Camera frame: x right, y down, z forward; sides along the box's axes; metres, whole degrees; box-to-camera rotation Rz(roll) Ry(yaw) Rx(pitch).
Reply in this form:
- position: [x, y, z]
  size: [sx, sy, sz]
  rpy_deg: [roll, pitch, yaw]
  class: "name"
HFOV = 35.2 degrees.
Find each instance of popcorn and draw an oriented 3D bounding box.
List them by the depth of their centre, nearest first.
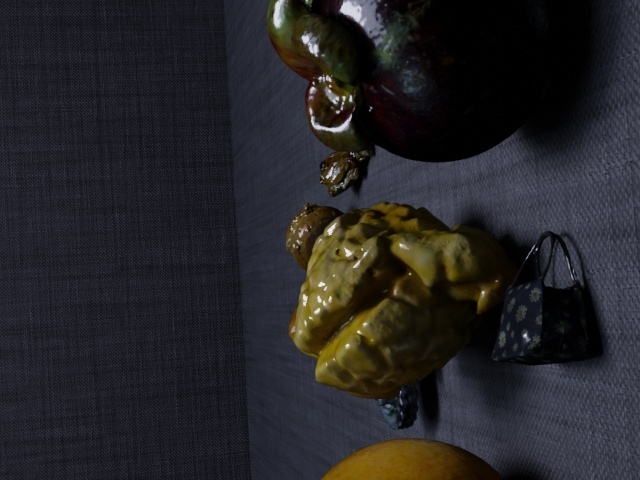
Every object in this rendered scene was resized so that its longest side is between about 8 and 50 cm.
- position: [0.090, 0.065, 1.224]
  size: [0.225, 0.265, 0.332]
  rpy_deg: [59, 147, -5]
  class: "popcorn"

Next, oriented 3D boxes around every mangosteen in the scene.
- position: [0.100, -0.208, 1.044]
  size: [0.288, 0.288, 0.288]
  rpy_deg: [177, 90, -77]
  class: "mangosteen"

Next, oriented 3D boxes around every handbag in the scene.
- position: [0.232, 0.059, 1.036]
  size: [0.115, 0.072, 0.139]
  rpy_deg: [136, 143, -75]
  class: "handbag"

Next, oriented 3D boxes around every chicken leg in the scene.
- position: [0.048, -0.129, 1.781]
  size: [0.178, 0.070, 0.093]
  rpy_deg: [-36, 32, 60]
  class: "chicken leg"

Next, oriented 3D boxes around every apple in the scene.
- position: [0.112, 0.375, 1.153]
  size: [0.275, 0.299, 0.299]
  rpy_deg: [-20, 72, 47]
  class: "apple"

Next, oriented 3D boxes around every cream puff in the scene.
- position: [0.000, -0.004, 1.854]
  size: [0.126, 0.144, 0.103]
  rpy_deg: [-58, 32, 4]
  class: "cream puff"

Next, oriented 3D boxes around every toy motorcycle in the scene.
- position: [0.074, 0.134, 1.555]
  size: [0.327, 0.143, 0.188]
  rpy_deg: [-124, 32, -52]
  class: "toy motorcycle"

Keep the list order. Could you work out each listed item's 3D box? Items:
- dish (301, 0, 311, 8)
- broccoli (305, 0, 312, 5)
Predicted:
- position: [-0.018, -0.548, 1.833]
  size: [0.303, 0.120, 0.303]
  rpy_deg: [177, 90, -77]
  class: "dish"
- position: [0.033, -0.429, 1.281]
  size: [0.348, 0.280, 0.293]
  rpy_deg: [-125, 33, -64]
  class: "broccoli"
